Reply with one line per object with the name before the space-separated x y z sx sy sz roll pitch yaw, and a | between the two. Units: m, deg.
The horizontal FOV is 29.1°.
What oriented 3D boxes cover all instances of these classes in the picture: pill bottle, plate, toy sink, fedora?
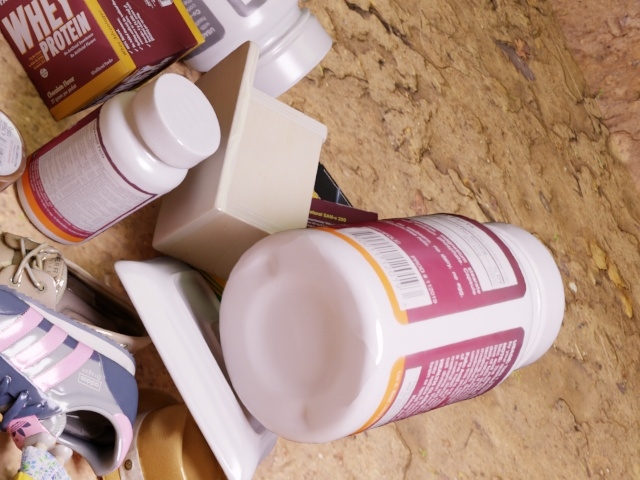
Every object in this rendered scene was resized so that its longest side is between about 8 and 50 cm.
pill bottle | -0.158 -0.367 1.719 0.361 0.204 0.204 51 32 -17
pill bottle | 0.096 0.083 1.386 0.392 0.224 0.224 -6 71 -49
plate | -0.123 0.133 1.402 0.277 0.045 0.278 60 4 2
toy sink | -0.088 -0.091 1.469 0.131 0.153 0.234 25 59 -28
pill bottle | -0.224 -0.091 1.370 0.121 0.221 0.121 37 38 -36
fedora | -0.153 0.242 1.346 0.194 0.079 0.194 37 37 -35

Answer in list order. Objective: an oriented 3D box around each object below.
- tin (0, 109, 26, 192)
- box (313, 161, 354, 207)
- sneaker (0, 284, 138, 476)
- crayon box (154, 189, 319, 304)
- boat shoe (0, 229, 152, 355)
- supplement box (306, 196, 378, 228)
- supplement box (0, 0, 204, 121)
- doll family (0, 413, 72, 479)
tin | -0.397 -0.123 1.324 0.190 0.040 0.106 35 35 -38
box | 0.000 0.000 1.778 0.180 0.077 0.147 54 31 -12
sneaker | -0.297 0.132 1.186 0.319 0.112 0.131 28 41 -41
crayon box | -0.070 0.023 1.592 0.203 0.083 0.323 -33 95 -40
boat shoe | -0.300 0.040 1.269 0.302 0.098 0.109 39 37 -33
supplement box | 0.007 0.073 1.528 0.130 0.073 0.239 14 66 -35
supplement box | -0.282 -0.280 1.532 0.191 0.129 0.194 59 30 -5
doll family | -0.305 0.226 1.088 0.263 0.118 0.163 42 35 -29
